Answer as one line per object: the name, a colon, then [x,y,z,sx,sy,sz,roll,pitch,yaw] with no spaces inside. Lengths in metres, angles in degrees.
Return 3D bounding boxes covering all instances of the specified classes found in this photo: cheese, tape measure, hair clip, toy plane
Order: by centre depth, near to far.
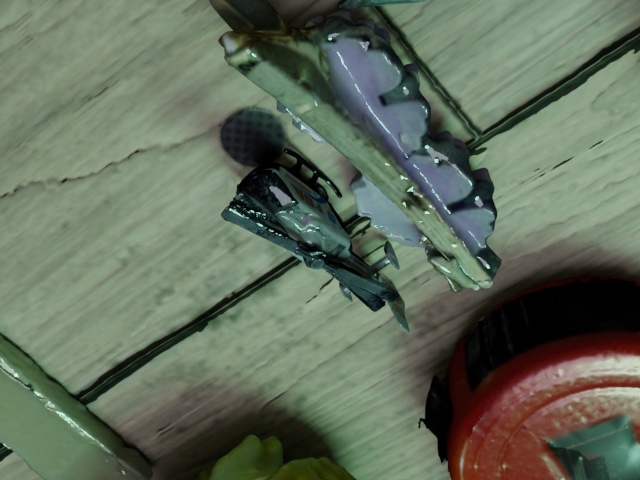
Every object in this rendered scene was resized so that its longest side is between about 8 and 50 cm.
hair clip: [0.037,-0.065,0.718,0.106,0.084,0.292,-25,125,31]
toy plane: [0.000,0.000,0.765,0.053,0.078,0.197,-36,130,20]
tape measure: [0.208,0.154,0.836,0.253,0.114,0.260,-25,119,17]
cheese: [-0.295,0.092,0.858,0.085,0.034,0.400,-30,117,19]

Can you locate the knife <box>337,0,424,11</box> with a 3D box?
knife: [0.155,-0.180,0.671,0.297,0.026,0.044,-6,140,5]

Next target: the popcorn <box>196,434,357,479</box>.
popcorn: [-0.048,0.277,0.876,0.221,0.184,0.204,-47,145,-2]
